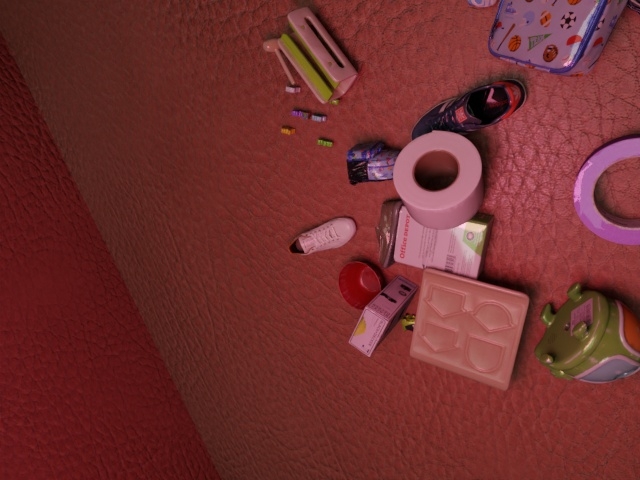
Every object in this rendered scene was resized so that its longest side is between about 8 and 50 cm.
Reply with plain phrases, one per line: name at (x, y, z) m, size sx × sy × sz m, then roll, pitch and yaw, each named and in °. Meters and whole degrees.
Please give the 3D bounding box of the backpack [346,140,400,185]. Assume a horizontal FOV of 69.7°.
backpack at (0.186, -0.253, 1.491) m, size 0.173 × 0.158 × 0.117 m, roll 3°, pitch 116°, yaw 29°

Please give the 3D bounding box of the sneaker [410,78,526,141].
sneaker at (0.401, -0.357, 1.322) m, size 0.349 × 0.148 × 0.131 m, roll -24°, pitch 94°, yaw 36°

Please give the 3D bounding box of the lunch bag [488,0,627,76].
lunch bag at (0.555, -0.545, 1.115) m, size 0.303 × 0.114 × 0.243 m, roll 49°, pitch 135°, yaw 46°

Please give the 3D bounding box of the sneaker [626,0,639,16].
sneaker at (0.770, -0.511, 1.027) m, size 0.226 × 0.163 × 0.086 m, roll 49°, pitch 123°, yaw 6°

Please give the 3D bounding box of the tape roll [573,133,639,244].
tape roll at (0.810, -0.131, 1.187) m, size 0.274 × 0.090 × 0.275 m, roll 11°, pitch 113°, yaw 29°

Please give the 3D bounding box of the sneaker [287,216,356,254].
sneaker at (0.000, 0.000, 1.725) m, size 0.290 × 0.123 × 0.106 m, roll -24°, pitch 92°, yaw 35°

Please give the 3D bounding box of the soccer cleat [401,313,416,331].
soccer cleat at (0.375, 0.309, 1.649) m, size 0.178 × 0.060 × 0.073 m, roll 5°, pitch 120°, yaw 38°

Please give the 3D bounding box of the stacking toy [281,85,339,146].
stacking toy at (-0.038, -0.442, 1.630) m, size 0.221 × 0.052 × 0.167 m, roll 21°, pitch 119°, yaw 22°

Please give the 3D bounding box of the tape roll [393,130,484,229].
tape roll at (0.349, -0.171, 1.346) m, size 0.245 × 0.169 × 0.246 m, roll -8°, pitch 69°, yaw 20°

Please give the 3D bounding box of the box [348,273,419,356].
box at (0.221, 0.249, 1.574) m, size 0.087 × 0.290 × 0.169 m, roll 32°, pitch 122°, yaw 18°

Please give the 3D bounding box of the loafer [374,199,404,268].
loafer at (0.238, -0.026, 1.594) m, size 0.087 × 0.094 × 0.252 m, roll 23°, pitch 114°, yaw 37°

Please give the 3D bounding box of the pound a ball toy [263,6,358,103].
pound a ball toy at (-0.031, -0.610, 1.531) m, size 0.319 × 0.135 × 0.208 m, roll 54°, pitch 151°, yaw 4°

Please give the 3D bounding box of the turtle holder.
turtle holder at (0.752, 0.303, 1.297) m, size 0.227 × 0.243 × 0.321 m, roll 25°, pitch 111°, yaw 3°

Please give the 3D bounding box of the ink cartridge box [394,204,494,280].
ink cartridge box at (0.392, -0.004, 1.480) m, size 0.272 × 0.114 × 0.199 m, roll 16°, pitch 115°, yaw 26°

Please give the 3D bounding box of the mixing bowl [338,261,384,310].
mixing bowl at (0.165, 0.155, 1.685) m, size 0.181 × 0.098 × 0.182 m, roll 11°, pitch 108°, yaw 36°

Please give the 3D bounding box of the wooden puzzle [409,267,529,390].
wooden puzzle at (0.465, 0.273, 1.465) m, size 0.321 × 0.080 × 0.348 m, roll 15°, pitch 113°, yaw 28°

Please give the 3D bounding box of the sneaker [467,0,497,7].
sneaker at (0.428, -0.740, 1.199) m, size 0.086 × 0.085 × 0.238 m, roll 4°, pitch 111°, yaw 15°
